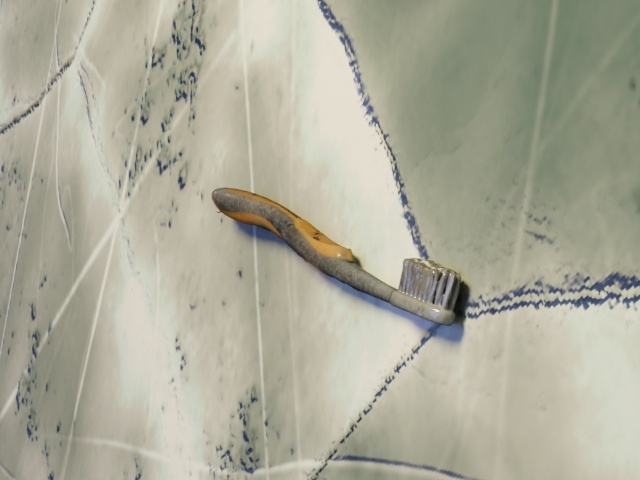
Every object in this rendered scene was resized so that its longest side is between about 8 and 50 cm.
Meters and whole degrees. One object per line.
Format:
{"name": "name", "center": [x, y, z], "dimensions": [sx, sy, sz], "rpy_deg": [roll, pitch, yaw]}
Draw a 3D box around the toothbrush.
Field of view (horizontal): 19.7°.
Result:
{"name": "toothbrush", "center": [-0.001, 0.003, 1.050], "dimensions": [0.321, 0.023, 0.031], "rpy_deg": [21, 95, 63]}
